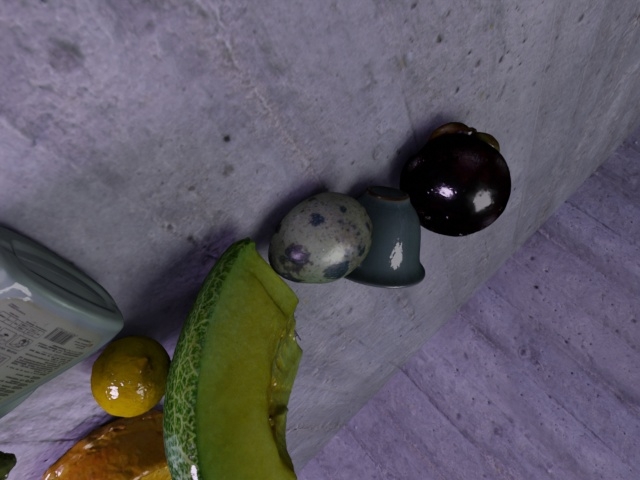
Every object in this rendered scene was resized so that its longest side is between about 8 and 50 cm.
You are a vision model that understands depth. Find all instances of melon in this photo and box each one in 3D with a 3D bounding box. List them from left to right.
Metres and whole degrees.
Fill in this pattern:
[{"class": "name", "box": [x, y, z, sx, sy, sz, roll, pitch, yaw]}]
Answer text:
[{"class": "melon", "box": [-0.117, 0.224, 0.645, 0.343, 0.226, 0.330, -69, 179, -53]}]

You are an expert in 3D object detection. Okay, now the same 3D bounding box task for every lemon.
[{"class": "lemon", "box": [-0.273, 0.197, 0.664, 0.109, 0.109, 0.133, -11, 145, -48]}]

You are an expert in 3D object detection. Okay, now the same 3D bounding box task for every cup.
[{"class": "cup", "box": [0.111, -0.021, 0.858, 0.199, 0.199, 0.149, -15, 121, -45]}]

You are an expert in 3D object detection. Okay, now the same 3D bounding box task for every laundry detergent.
[{"class": "laundry detergent", "box": [-0.363, 0.128, 0.451, 0.281, 0.105, 0.214, -41, 153, -9]}]

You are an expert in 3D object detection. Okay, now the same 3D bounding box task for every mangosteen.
[{"class": "mangosteen", "box": [0.270, -0.132, 0.900, 0.211, 0.212, 0.249, 73, 39, -59]}]

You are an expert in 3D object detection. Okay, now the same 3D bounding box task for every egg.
[{"class": "egg", "box": [0.000, 0.000, 0.741, 0.182, 0.141, 0.141, -31, 149, -19]}]

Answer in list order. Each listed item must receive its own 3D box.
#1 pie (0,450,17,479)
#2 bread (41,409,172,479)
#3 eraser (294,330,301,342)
[{"class": "pie", "box": [-0.451, 0.254, 0.427, 0.277, 0.078, 0.277, -22, 172, -3]}, {"class": "bread", "box": [-0.357, 0.418, 0.807, 0.269, 0.146, 0.268, -34, 147, -26]}, {"class": "eraser", "box": [-0.147, 0.234, 0.929, 0.210, 0.068, 0.124, -39, 154, -13]}]
